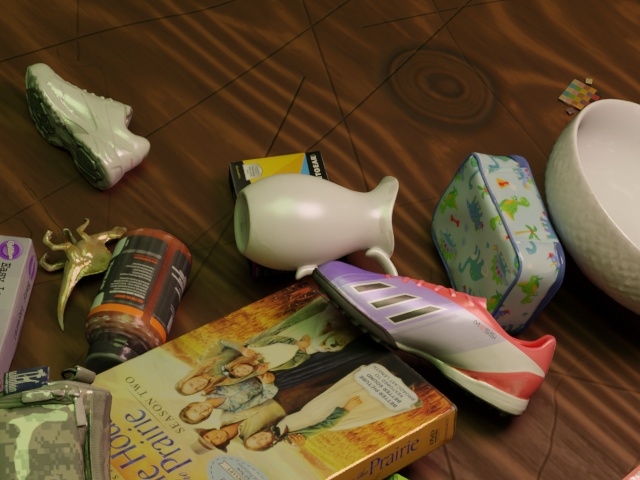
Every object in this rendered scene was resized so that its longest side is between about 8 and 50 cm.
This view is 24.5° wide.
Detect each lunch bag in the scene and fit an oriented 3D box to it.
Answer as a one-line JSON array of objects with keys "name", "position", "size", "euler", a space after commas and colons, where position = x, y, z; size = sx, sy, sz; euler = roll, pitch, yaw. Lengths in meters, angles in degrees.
[{"name": "lunch bag", "position": [0.228, 0.007, 1.931], "size": [0.090, 0.176, 0.219], "euler": [1, 49, -25]}, {"name": "lunch bag", "position": [-0.322, 0.301, 1.547], "size": [0.256, 0.212, 0.305], "euler": [-14, 76, 27]}]

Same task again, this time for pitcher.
[{"name": "pitcher", "position": [0.000, 0.000, 1.913], "size": [0.207, 0.125, 0.177], "euler": [0, 69, -18]}]

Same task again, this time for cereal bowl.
[{"name": "cereal bowl", "position": [0.427, -0.018, 1.943], "size": [0.339, 0.141, 0.339], "euler": [22, 41, -20]}]

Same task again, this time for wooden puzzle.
[{"name": "wooden puzzle", "position": [0.390, -0.215, 2.214], "size": [0.049, 0.006, 0.083], "euler": [30, 57, 19]}]

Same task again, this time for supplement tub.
[{"name": "supplement tub", "position": [-0.238, 0.086, 1.888], "size": [0.106, 0.106, 0.198], "euler": [12, 52, 6]}]

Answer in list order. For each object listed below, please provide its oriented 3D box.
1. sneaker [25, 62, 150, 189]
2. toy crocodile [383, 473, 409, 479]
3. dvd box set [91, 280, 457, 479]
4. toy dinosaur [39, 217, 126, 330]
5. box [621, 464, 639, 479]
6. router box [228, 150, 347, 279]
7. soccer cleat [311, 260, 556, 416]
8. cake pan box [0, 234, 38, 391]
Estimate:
[{"name": "sneaker", "position": [-0.331, -0.174, 2.108], "size": [0.115, 0.090, 0.232], "euler": [-30, 68, -31]}, {"name": "toy crocodile", "position": [0.089, 0.416, 1.656], "size": [0.115, 0.105, 0.340], "euler": [29, 42, -31]}, {"name": "dvd box set", "position": [-0.094, 0.217, 1.746], "size": [0.420, 0.062, 0.307], "euler": [-24, 44, -30]}, {"name": "toy dinosaur", "position": [-0.327, 0.026, 1.964], "size": [0.093, 0.053, 0.183], "euler": [23, 55, 13]}, {"name": "box", "position": [0.387, 0.349, 1.684], "size": [0.300, 0.154, 0.142], "euler": [-33, 60, -26]}, {"name": "router box", "position": [-0.046, -0.036, 2.029], "size": [0.133, 0.046, 0.179], "euler": [-9, 54, -10]}, {"name": "soccer cleat", "position": [0.140, 0.096, 1.833], "size": [0.318, 0.108, 0.116], "euler": [31, 97, -4]}, {"name": "cake pan box", "position": [-0.509, 0.096, 1.893], "size": [0.246, 0.070, 0.266], "euler": [8, 52, 1]}]
